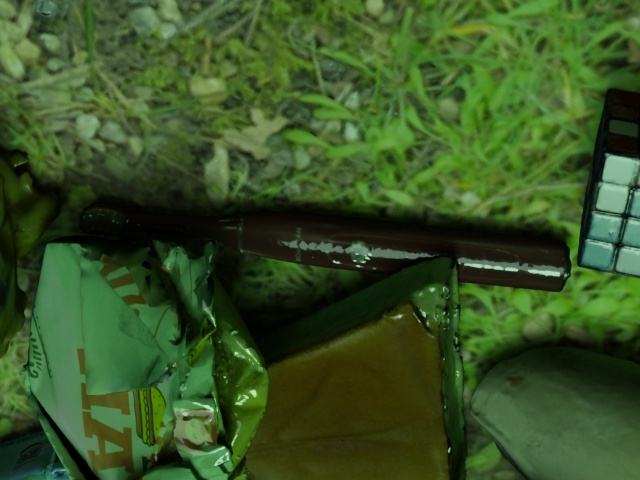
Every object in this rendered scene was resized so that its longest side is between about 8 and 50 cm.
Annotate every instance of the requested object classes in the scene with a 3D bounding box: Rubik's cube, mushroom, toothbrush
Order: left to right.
[{"bbox_3d":[0.000,0.000,1.155,0.364,0.041,0.041,7,124,9],"label":"toothbrush"},{"bbox_3d":[0.225,-0.034,1.048,0.092,0.092,0.092,11,124,6],"label":"Rubik's cube"},{"bbox_3d":[0.271,0.166,1.128,0.350,0.128,0.128,15,128,31],"label":"mushroom"}]

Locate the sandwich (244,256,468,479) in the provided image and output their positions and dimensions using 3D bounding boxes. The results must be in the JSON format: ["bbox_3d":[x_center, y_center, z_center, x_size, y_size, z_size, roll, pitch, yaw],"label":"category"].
[{"bbox_3d":[0.000,0.114,1.193,0.212,0.063,0.245,3,132,12],"label":"sandwich"}]

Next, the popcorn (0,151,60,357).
[{"bbox_3d":[-0.299,0.006,1.146,0.169,0.189,0.218,0,129,21],"label":"popcorn"}]

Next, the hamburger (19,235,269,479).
[{"bbox_3d":[-0.116,0.086,1.145,0.214,0.125,0.235,40,114,34],"label":"hamburger"}]

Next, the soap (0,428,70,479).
[{"bbox_3d":[-0.268,0.252,1.357,0.293,0.077,0.156,-19,117,24],"label":"soap"}]
